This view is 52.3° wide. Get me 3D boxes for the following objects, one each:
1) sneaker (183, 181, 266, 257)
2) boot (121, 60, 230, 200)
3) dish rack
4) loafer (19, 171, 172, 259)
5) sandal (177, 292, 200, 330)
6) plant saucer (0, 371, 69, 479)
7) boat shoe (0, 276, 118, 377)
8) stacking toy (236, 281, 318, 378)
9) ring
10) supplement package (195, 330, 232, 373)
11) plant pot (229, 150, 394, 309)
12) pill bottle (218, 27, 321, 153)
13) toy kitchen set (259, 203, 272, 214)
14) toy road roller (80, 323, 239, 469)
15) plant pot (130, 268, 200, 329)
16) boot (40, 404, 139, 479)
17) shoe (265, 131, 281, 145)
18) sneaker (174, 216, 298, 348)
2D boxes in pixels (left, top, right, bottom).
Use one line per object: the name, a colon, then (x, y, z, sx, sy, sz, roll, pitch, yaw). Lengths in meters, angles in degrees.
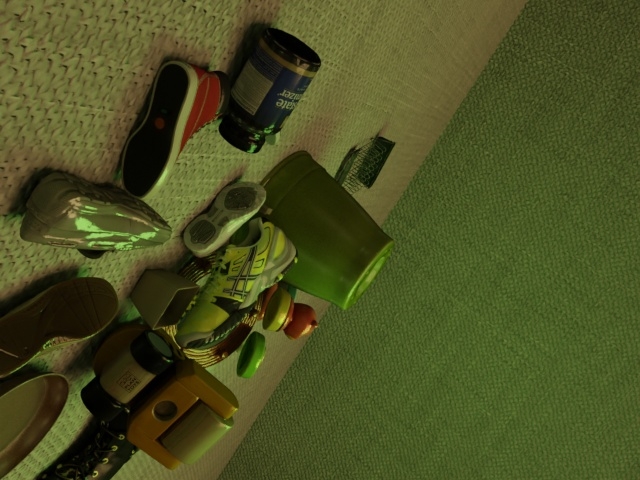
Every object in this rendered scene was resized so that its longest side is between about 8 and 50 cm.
sneaker: (-0.224, -0.048, 1.530, 0.232, 0.090, 0.115, -40, 169, -19)
boot: (-0.238, -0.182, 1.123, 0.244, 0.088, 0.176, -62, 167, 16)
dish rack: (0.145, -0.254, 2.299, 0.271, 0.074, 0.208, -35, 156, -54)
loafer: (-0.356, -0.026, 1.062, 0.111, 0.112, 0.319, -51, 160, 6)
sandal: (-0.285, 0.198, 1.795, 0.317, 0.138, 0.126, -45, 166, -30)
plant saucer: (-0.617, 0.366, 1.239, 0.310, 0.050, 0.310, -51, 167, -17)
boat shoe: (-0.476, 0.145, 1.104, 0.098, 0.109, 0.302, -16, -169, 33)
stacking toy: (-0.128, 0.253, 1.852, 0.279, 0.130, 0.309, -64, -163, 7)
ring: (-0.274, 0.186, 1.686, 0.337, 0.032, 0.336, -22, 123, -39)
supplement package: (-0.349, 0.321, 1.938, 0.179, 0.105, 0.105, -56, 167, 10)
plant pot: (0.000, 0.000, 1.812, 0.366, 0.353, 0.366, -51, 167, -17)
pill bottle: (-0.104, -0.279, 1.239, 0.219, 0.123, 0.123, -54, 168, 27)
toy kitchen set: (-0.181, -0.063, 1.628, 0.083, 0.075, 0.068, -60, 165, 7)
toy road roller: (-0.361, 0.327, 1.487, 0.202, 0.329, 0.240, -43, -161, 2)
plant pot: (-0.352, 0.120, 1.445, 0.109, 0.096, 0.109, -56, 166, 9)
boot: (-0.571, 0.540, 1.667, 0.284, 0.138, 0.377, -45, 169, -35)
shoe: (-0.091, -0.285, 1.413, 0.081, 0.063, 0.178, -43, 159, -23)
sneaker: (-0.220, 0.098, 1.552, 0.145, 0.147, 0.384, -8, -147, 49)
